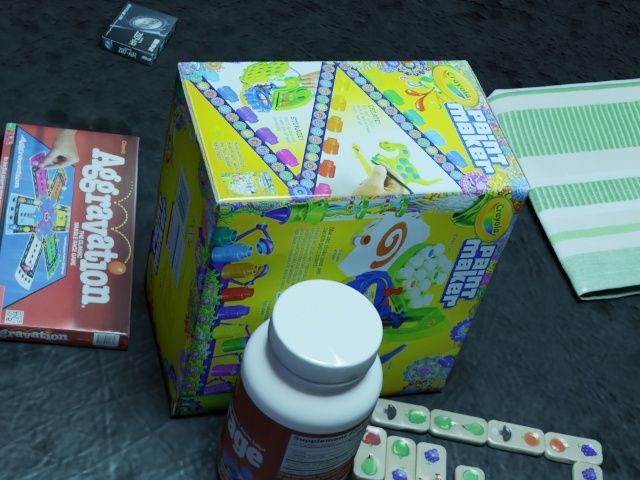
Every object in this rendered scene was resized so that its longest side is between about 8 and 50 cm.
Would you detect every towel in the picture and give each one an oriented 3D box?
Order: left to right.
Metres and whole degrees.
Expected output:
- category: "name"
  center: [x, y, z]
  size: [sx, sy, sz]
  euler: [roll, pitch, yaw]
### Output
- category: "towel"
  center: [0.349, -0.069, 1.552]
  size: [0.248, 0.038, 0.324]
  euler: [-6, 51, -19]

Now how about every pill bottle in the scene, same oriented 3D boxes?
- category: "pill bottle"
  center: [-0.016, 0.137, 1.120]
  size: [0.121, 0.216, 0.121]
  euler: [8, 45, -8]

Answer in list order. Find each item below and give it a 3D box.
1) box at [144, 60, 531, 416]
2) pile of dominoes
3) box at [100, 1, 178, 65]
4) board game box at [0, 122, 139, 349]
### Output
- category: "box"
  center: [0.000, 0.000, 1.205]
  size: [0.279, 0.290, 0.177]
  euler: [-2, 47, -19]
- category: "pile of dominoes"
  center: [0.150, 0.234, 1.200]
  size: [0.251, 0.040, 0.196]
  euler: [11, 45, -5]
- category: "box"
  center: [-0.218, -0.251, 1.573]
  size: [0.067, 0.018, 0.083]
  euler: [20, 45, 4]
- category: "board game box"
  center: [-0.262, -0.011, 1.327]
  size: [0.145, 0.027, 0.281]
  euler: [6, 46, -12]
